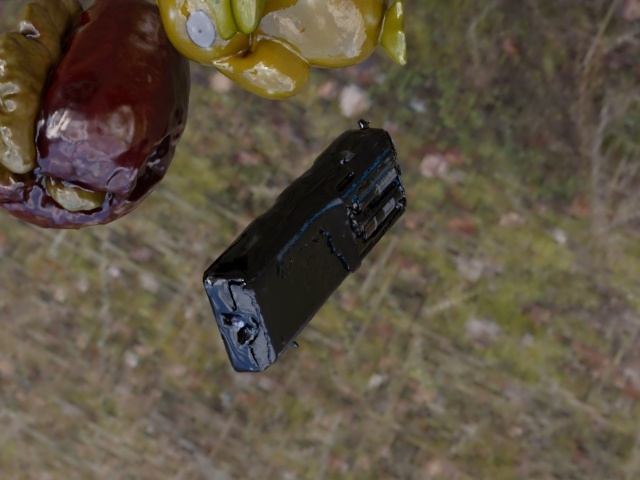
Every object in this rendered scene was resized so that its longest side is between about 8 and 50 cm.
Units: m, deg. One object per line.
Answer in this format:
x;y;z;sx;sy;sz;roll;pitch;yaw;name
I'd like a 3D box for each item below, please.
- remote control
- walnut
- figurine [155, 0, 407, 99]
0.000;0.000;1.737;0.062;0.399;0.145;-5;116;30;remote control
-0.276;-0.158;1.777;0.221;0.269;0.244;-22;139;39;walnut
-0.035;-0.239;1.542;0.228;0.215;0.215;-4;168;-24;figurine
